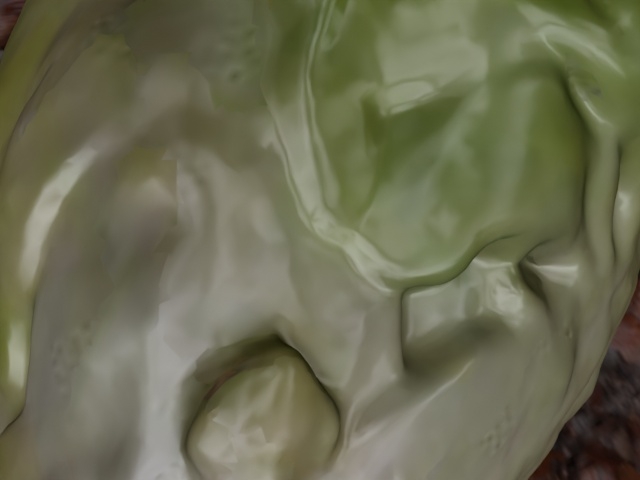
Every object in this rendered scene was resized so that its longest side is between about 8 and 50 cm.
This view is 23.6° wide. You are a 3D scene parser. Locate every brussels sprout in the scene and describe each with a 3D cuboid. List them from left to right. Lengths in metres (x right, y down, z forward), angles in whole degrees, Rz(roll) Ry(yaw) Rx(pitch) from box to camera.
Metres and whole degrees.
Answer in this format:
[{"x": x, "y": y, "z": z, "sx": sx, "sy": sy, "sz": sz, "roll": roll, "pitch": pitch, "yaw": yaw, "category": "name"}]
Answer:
[{"x": -0.001, "y": -0.003, "z": 0.525, "sx": 0.243, "sy": 0.274, "sz": 0.316, "roll": 22, "pitch": 80, "yaw": -10, "category": "brussels sprout"}]
